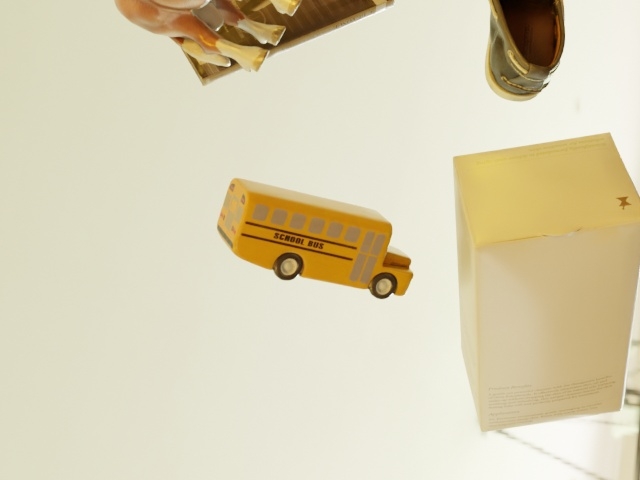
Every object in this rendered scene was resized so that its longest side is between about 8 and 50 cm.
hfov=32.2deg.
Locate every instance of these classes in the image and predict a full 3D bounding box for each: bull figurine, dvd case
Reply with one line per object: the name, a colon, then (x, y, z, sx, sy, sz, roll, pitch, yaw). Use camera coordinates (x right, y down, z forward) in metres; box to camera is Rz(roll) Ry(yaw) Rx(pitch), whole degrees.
bull figurine: (-0.097, -0.249, 0.935, 0.101, 0.188, 0.310, -60, 7, -18)
dvd case: (-0.057, -0.263, 1.164, 0.164, 0.221, 0.018, 59, 167, 28)

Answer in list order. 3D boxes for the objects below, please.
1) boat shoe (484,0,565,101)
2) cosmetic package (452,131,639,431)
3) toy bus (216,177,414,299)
boat shoe: (0.194, -0.253, 1.040, 0.079, 0.084, 0.233, 101, 170, -80)
cosmetic package: (0.271, 0.063, 1.348, 0.365, 0.197, 0.155, 82, -179, -45)
toy bus: (0.000, 0.000, 1.827, 0.332, 0.108, 0.130, 12, -75, -26)
